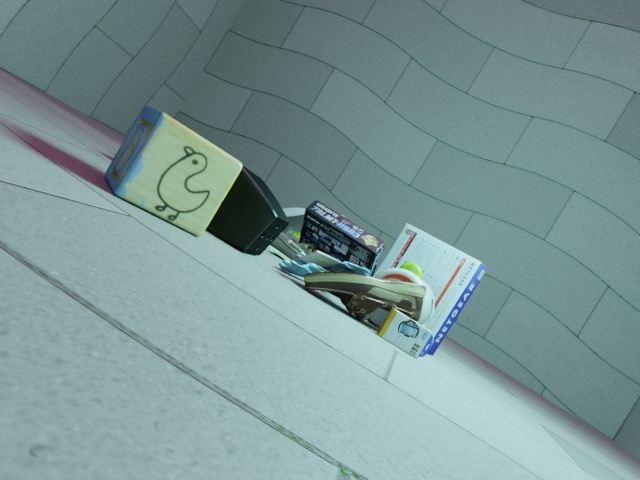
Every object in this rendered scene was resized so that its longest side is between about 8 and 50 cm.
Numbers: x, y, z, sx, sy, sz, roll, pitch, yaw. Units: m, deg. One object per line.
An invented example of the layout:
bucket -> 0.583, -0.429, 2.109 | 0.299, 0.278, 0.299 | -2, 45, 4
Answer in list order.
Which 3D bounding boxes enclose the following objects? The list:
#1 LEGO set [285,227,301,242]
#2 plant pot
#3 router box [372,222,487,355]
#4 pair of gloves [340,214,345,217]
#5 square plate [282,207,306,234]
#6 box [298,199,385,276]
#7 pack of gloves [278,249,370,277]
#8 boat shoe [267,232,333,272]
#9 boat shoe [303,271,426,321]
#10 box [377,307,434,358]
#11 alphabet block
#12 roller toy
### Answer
LEGO set -> -0.140, -0.006, 1.871 | 0.287, 0.107, 0.132 | 32, 0, -33
plant pot -> -0.195, -0.063, 1.260 | 0.167, 0.188, 0.187 | 45, 4, 13
router box -> 0.327, 0.155, 1.571 | 0.301, 0.336, 0.082 | 34, 2, 38
pair of gloves -> 0.076, 0.045, 1.824 | 0.042, 0.204, 0.240 | -6, 58, -50
square plate -> -0.140, -0.076, 1.939 | 0.346, 0.049, 0.344 | -4, -11, 18
box -> 0.058, 0.044, 1.684 | 0.295, 0.073, 0.293 | 32, -39, 17
pack of gloves -> 0.013, 0.068, 1.335 | 0.232, 0.046, 0.195 | 22, -29, -36
boat shoe -> -0.086, 0.036, 1.659 | 0.324, 0.097, 0.116 | 32, 2, 0
boat shoe -> 0.118, 0.156, 1.269 | 0.341, 0.123, 0.123 | 10, -4, -15
box -> 0.224, 0.243, 1.226 | 0.136, 0.081, 0.028 | 32, 0, -6
alphabet block -> -0.320, -0.152, 1.024 | 0.197, 0.193, 0.193 | 30, 3, -35
roller toy -> 0.238, 0.187, 1.426 | 0.146, 0.209, 0.191 | 30, 37, -61
